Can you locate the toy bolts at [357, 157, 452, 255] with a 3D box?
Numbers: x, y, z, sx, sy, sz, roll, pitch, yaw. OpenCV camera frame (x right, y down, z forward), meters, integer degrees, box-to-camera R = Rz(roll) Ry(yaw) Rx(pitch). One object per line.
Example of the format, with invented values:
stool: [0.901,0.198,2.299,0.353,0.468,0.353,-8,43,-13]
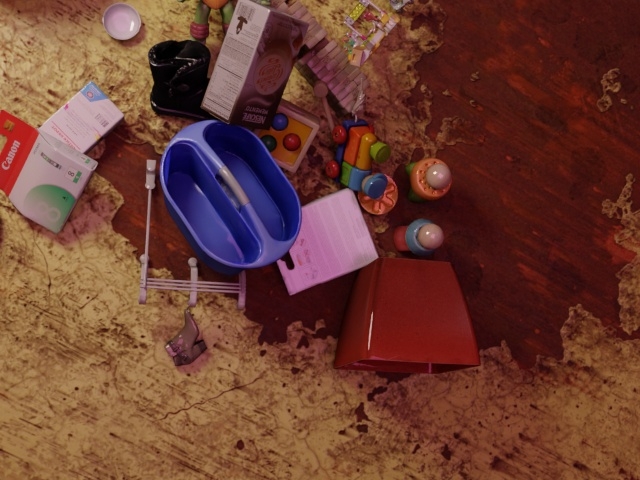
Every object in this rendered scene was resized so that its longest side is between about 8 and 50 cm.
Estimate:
toy bolts: [0.212,-0.074,1.892,0.218,0.158,0.229,-8,90,-13]

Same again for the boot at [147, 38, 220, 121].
boot: [-0.254,-0.345,1.759,0.246,0.207,0.094,3,69,-12]

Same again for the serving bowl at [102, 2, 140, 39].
serving bowl: [-0.448,-0.491,1.814,0.083,0.027,0.084,0,89,-13]

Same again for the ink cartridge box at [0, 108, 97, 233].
ink cartridge box: [-0.614,-0.144,1.712,0.224,0.056,0.181,30,114,-13]

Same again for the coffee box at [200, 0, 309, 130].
coffee box: [-0.139,-0.369,1.705,0.141,0.098,0.247,-1,119,-54]

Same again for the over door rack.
over door rack: [-0.281,-0.005,1.812,0.239,0.108,0.325,4,73,-13]

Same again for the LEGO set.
LEGO set: [0.101,-0.498,1.891,0.107,0.132,0.287,39,58,-4]

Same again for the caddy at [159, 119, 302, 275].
caddy: [-0.193,-0.089,1.707,0.241,0.179,0.341,-33,84,-21]

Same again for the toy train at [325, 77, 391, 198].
toy train: [0.106,-0.227,1.827,0.105,0.143,0.248,-10,125,-36]

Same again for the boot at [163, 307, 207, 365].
boot: [-0.313,0.224,1.821,0.086,0.042,0.119,-25,94,-10]

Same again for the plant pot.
plant pot: [0.190,0.173,1.842,0.267,0.267,0.236,4,76,-13]

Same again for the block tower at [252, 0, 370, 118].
block tower: [-0.023,-0.446,1.881,0.097,0.091,0.335,-42,99,-10]

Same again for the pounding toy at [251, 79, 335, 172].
pounding toy: [-0.043,-0.264,1.828,0.181,0.094,0.206,26,110,-11]

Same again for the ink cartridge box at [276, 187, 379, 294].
ink cartridge box: [0.000,0.000,1.900,0.232,0.066,0.189,-21,94,-4]

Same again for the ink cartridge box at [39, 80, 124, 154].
ink cartridge box: [-0.533,-0.248,1.770,0.181,0.061,0.104,-45,99,-11]

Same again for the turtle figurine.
turtle figurine: [-0.213,-0.501,1.738,0.274,0.266,0.197,29,43,26]
